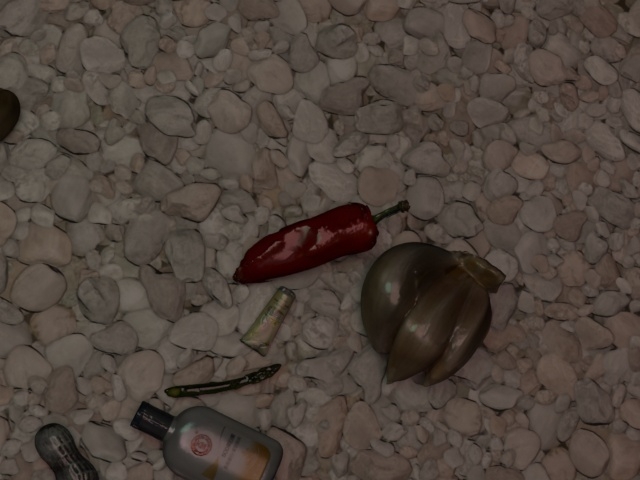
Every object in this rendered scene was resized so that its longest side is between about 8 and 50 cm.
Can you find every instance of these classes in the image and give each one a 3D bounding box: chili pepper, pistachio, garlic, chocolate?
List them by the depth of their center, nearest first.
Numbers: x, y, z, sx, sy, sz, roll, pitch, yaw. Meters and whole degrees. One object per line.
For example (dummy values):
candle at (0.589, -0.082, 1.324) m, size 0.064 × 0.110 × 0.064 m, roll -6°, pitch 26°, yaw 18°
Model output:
chocolate at (-0.467, 0.413, 1.636) m, size 0.072 × 0.072 × 0.167 m, roll -35°, pitch 86°, yaw -16°
pistachio at (-0.664, -0.228, 1.697) m, size 0.185 × 0.126 × 0.108 m, roll -40°, pitch 47°, yaw -13°
chili pepper at (0.000, 0.000, 1.801) m, size 0.387 × 0.110 × 0.110 m, roll -20°, pitch 85°, yaw -10°
garlic at (0.217, 0.133, 1.812) m, size 0.279 × 0.132 × 0.325 m, roll 44°, pitch 69°, yaw 7°

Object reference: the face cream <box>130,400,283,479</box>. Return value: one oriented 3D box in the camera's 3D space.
face cream at (-0.222, 0.393, 1.693) m, size 0.291 × 0.071 × 0.144 m, roll 29°, pitch 75°, yaw -5°

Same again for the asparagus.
asparagus at (-0.189, 0.281, 1.743) m, size 0.236 × 0.027 × 0.034 m, roll -10°, pitch 93°, yaw -14°

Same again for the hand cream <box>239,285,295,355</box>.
hand cream at (-0.101, 0.157, 1.783) m, size 0.061 × 0.039 × 0.143 m, roll 32°, pitch 80°, yaw -7°
